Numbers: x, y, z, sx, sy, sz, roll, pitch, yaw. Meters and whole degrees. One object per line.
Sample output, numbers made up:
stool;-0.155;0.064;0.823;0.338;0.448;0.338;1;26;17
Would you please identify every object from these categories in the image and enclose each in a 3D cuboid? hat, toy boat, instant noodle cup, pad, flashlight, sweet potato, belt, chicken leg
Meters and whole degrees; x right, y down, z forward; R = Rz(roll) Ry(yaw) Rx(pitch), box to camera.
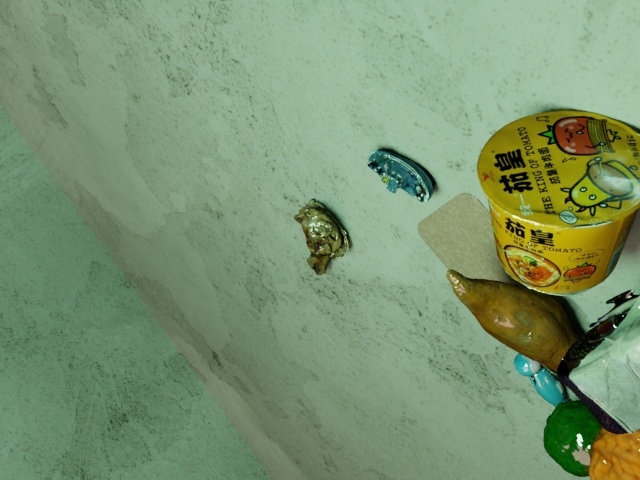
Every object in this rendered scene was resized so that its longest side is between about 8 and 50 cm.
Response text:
hat;0.542;0.343;1.072;0.400;0.285;0.285;50;160;57
toy boat;0.136;-0.109;1.188;0.137;0.061;0.060;35;144;20
instant noodle cup;0.319;-0.042;0.924;0.216;0.216;0.172;26;149;32
pad;0.292;0.045;1.211;0.266;0.002;0.176;49;147;0
flashlight;0.400;0.253;1.255;0.129;0.051;0.051;51;147;-11
sweet potato;0.344;0.136;1.132;0.359;0.112;0.112;31;150;-16
belt;0.457;0.146;0.960;0.164;0.184;0.289;50;142;8
chicken leg;0.005;0.003;1.452;0.125;0.080;0.196;34;153;40

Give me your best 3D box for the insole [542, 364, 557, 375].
insole;0.364;0.190;1.204;0.152;0.053;0.002;47;115;50
